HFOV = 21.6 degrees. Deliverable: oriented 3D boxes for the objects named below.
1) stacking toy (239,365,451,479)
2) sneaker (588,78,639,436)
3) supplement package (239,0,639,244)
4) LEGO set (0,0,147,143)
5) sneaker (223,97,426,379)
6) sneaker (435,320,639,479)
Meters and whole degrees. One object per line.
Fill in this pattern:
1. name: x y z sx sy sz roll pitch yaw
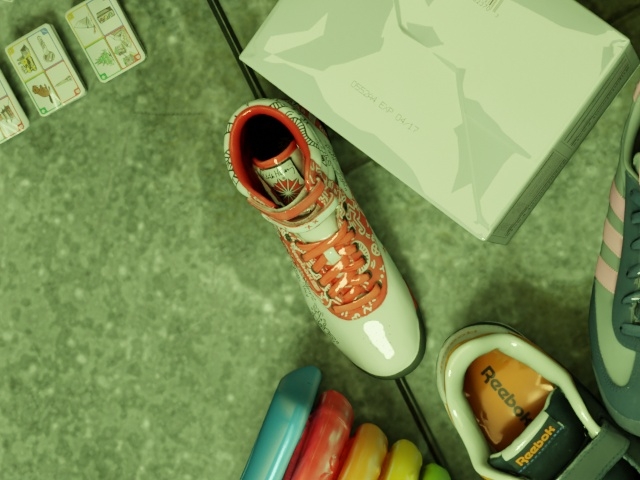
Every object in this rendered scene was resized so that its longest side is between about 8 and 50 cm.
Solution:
1. stacking toy: 0.077 0.243 1.436 0.301 0.175 0.166 22 99 0
2. sneaker: 0.271 -0.006 1.351 0.112 0.131 0.319 2 70 18
3. supplement package: 0.106 -0.154 1.430 0.262 0.145 0.204 38 97 12
4. LEGO set: -0.296 -0.234 1.597 0.182 0.060 0.244 -29 90 8
5. sneaker: -0.001 0.000 1.451 0.090 0.145 0.270 -26 82 12
6. sneaker: 0.216 0.197 1.400 0.321 0.127 0.126 41 96 11
